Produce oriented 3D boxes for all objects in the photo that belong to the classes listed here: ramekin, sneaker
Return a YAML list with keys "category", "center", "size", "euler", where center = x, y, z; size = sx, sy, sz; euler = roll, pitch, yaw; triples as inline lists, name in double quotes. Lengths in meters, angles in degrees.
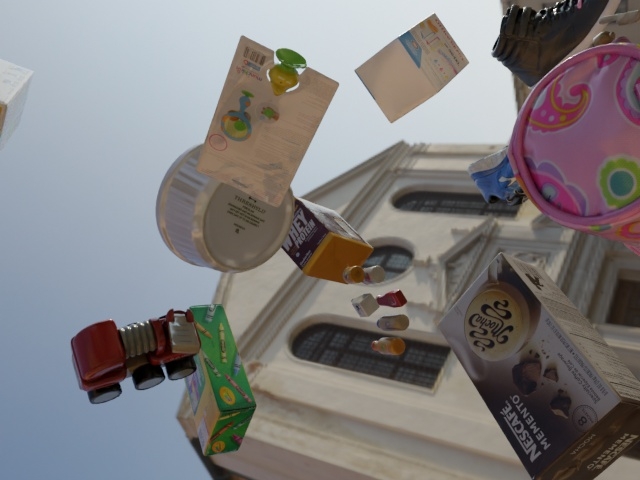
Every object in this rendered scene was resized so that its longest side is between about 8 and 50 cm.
- category: "ramekin"
  center: [-0.172, -0.059, 1.215]
  size: [0.273, 0.127, 0.272]
  euler: [-19, -60, -35]
- category: "sneaker"
  center: [0.506, -0.171, 1.542]
  size: [0.130, 0.330, 0.147]
  euler: [-20, -94, -21]
- category: "sneaker"
  center: [0.425, -0.407, 1.150]
  size: [0.104, 0.147, 0.295]
  euler: [-66, 6, -31]

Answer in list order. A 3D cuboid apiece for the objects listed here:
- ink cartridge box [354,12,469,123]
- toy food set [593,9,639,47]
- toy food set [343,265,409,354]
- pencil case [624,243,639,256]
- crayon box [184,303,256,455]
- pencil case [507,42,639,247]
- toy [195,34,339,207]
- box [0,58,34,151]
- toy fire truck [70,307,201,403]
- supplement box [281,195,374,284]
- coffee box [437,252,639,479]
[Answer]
- category: "ink cartridge box"
  center: [0.134, -0.248, 0.878]
  size: [0.092, 0.090, 0.143]
  euler: [53, -134, -9]
- category: "toy food set"
  center: [0.299, -0.173, 0.649]
  size: [0.019, 0.078, 0.122]
  euler: [-3, -78, -17]
- category: "toy food set"
  center: [0.125, 0.153, 1.465]
  size: [0.111, 0.104, 0.232]
  euler: [-39, -80, -27]
- category: "pencil case"
  center: [0.544, -0.057, 0.894]
  size: [0.386, 0.167, 0.160]
  euler: [-9, -66, -54]
- category: "crayon box"
  center: [-0.231, 0.294, 1.339]
  size: [0.081, 0.278, 0.165]
  euler: [-1, -47, -27]
- category: "pencil case"
  center: [0.265, -0.049, 0.455]
  size: [0.284, 0.124, 0.124]
  euler: [9, -93, -38]
- category: "toy"
  center: [-0.076, -0.164, 0.866]
  size: [0.237, 0.137, 0.056]
  euler: [121, 170, -46]
- category: "box"
  center: [-0.576, -0.232, 1.061]
  size: [0.103, 0.203, 0.114]
  euler: [18, -64, -21]
- category: "toy fire truck"
  center: [-0.302, 0.182, 1.068]
  size: [0.217, 0.246, 0.158]
  euler: [-12, -117, -28]
- category: "supplement box"
  center: [0.000, 0.000, 1.691]
  size: [0.191, 0.194, 0.129]
  euler: [17, -67, -50]
- category: "coffee box"
  center: [0.321, 0.182, 0.912]
  size: [0.119, 0.297, 0.168]
  euler: [19, -61, -32]
